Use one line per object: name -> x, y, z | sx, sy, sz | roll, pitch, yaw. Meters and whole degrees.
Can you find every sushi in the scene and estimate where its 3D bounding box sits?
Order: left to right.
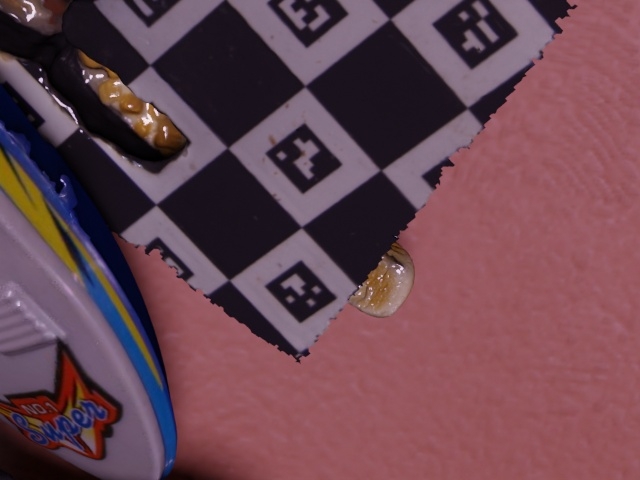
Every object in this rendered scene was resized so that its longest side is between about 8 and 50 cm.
sushi -> -0.071, -0.099, 0.494 | 0.279, 0.043, 0.192 | 33, 123, -5

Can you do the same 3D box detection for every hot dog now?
hot dog -> 0.000, 0.000, 0.551 | 0.090, 0.034, 0.030 | 27, 111, 10

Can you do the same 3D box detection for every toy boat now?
toy boat -> -0.145, 0.003, 0.502 | 0.129, 0.088, 0.295 | -10, 128, 38

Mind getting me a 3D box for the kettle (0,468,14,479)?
kettle -> -0.126, 0.217, 0.563 | 0.251, 0.207, 0.271 | 37, 102, 17
